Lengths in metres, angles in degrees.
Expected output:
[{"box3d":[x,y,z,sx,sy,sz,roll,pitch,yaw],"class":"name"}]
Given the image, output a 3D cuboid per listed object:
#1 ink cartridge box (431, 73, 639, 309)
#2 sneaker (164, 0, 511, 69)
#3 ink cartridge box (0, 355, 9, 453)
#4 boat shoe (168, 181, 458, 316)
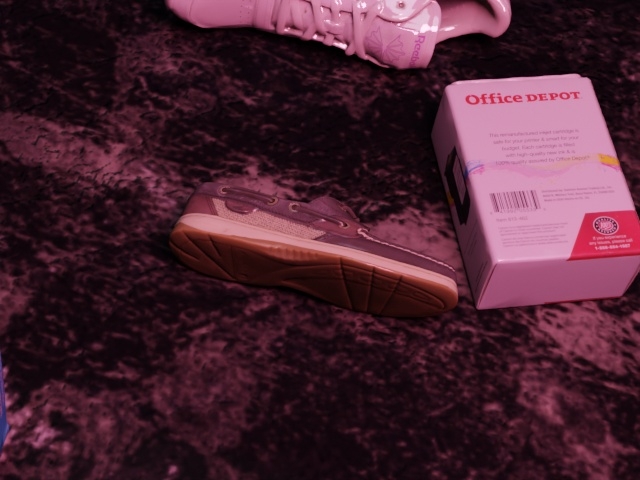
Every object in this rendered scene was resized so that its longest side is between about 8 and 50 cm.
[{"box3d":[0.172,-0.041,1.175,0.127,0.072,0.175,-4,57,-11],"class":"ink cartridge box"},{"box3d":[0.022,-0.215,1.242,0.305,0.114,0.152,-9,57,-14],"class":"sneaker"},{"box3d":[-0.306,0.170,0.903,0.171,0.168,0.232,10,56,-3],"class":"ink cartridge box"},{"box3d":[-0.001,0.000,1.118,0.223,0.080,0.073,11,61,4],"class":"boat shoe"}]
